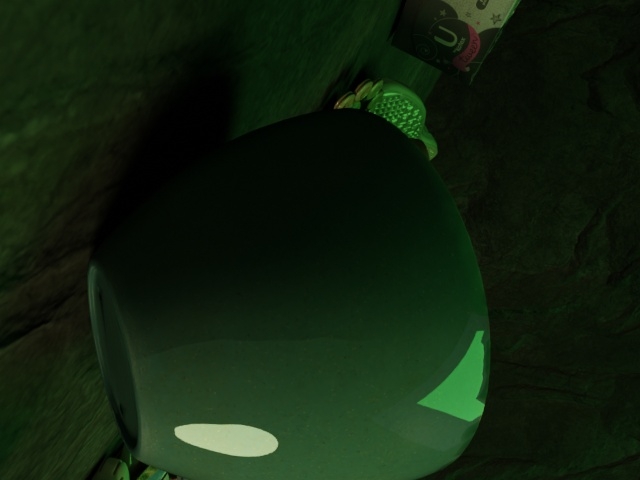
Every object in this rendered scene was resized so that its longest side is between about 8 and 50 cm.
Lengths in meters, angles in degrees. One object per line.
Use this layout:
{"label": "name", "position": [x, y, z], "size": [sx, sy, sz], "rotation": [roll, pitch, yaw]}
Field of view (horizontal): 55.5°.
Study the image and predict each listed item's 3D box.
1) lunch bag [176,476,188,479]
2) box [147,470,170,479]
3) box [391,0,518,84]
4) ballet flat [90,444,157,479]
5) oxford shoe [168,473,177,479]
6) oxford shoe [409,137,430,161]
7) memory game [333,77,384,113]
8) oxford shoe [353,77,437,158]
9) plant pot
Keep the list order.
{"label": "lunch bag", "position": [-0.215, 0.443, 1.168], "size": [0.243, 0.114, 0.304], "rotation": [105, -10, -47]}
{"label": "box", "position": [-0.307, 0.430, 1.023], "size": [0.101, 0.060, 0.244], "rotation": [-56, 174, -29]}
{"label": "box", "position": [0.237, -0.402, 0.967], "size": [0.142, 0.163, 0.247], "rotation": [-58, 175, -28]}
{"label": "ballet flat", "position": [-0.265, 0.307, 0.807], "size": [0.206, 0.072, 0.067], "rotation": [-50, 143, -75]}
{"label": "oxford shoe", "position": [-0.327, 0.589, 1.427], "size": [0.348, 0.122, 0.130], "rotation": [-53, 167, -58]}
{"label": "oxford shoe", "position": [0.028, -0.079, 1.096], "size": [0.397, 0.146, 0.141], "rotation": [-41, -127, 56]}
{"label": "memory game", "position": [0.030, -0.166, 0.903], "size": [0.186, 0.012, 0.186], "rotation": [-43, 170, -9]}
{"label": "oxford shoe", "position": [0.123, -0.226, 1.172], "size": [0.169, 0.130, 0.449], "rotation": [-29, 168, 16]}
{"label": "plant pot", "position": [-0.053, 0.059, 0.441], "size": [0.195, 0.290, 0.290], "rotation": [-12, 147, -29]}
